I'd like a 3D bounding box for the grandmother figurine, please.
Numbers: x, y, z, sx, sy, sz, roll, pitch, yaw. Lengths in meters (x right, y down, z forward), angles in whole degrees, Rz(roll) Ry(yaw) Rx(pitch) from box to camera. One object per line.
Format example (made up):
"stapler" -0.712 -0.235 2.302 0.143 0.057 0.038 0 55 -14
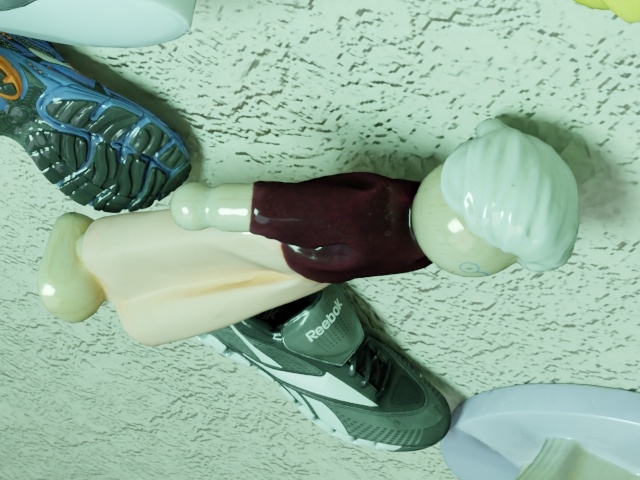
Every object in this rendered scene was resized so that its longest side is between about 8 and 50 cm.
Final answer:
"grandmother figurine" 0.000 0.000 0.804 0.342 0.104 0.208 -10 178 35

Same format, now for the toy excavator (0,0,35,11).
"toy excavator" -0.283 -0.318 0.468 0.433 0.222 0.445 -4 117 -2

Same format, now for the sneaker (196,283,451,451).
"sneaker" 0.002 0.080 0.976 0.234 0.078 0.106 32 151 -3

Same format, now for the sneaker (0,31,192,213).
"sneaker" -0.180 -0.095 0.874 0.221 0.087 0.083 30 119 -28

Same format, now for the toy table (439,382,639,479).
"toy table" 0.184 0.217 0.955 0.252 0.161 0.274 44 147 -23

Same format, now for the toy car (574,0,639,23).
"toy car" 0.212 -0.131 0.526 0.225 0.053 0.239 28 149 1

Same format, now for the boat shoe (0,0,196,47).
"boat shoe" -0.184 -0.173 0.726 0.301 0.102 0.108 13 176 38
